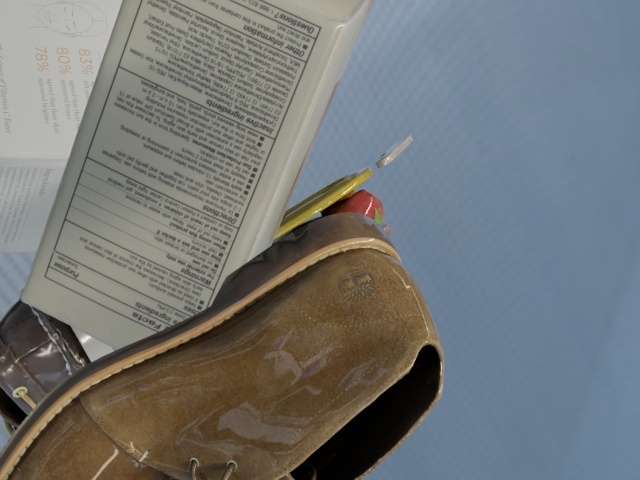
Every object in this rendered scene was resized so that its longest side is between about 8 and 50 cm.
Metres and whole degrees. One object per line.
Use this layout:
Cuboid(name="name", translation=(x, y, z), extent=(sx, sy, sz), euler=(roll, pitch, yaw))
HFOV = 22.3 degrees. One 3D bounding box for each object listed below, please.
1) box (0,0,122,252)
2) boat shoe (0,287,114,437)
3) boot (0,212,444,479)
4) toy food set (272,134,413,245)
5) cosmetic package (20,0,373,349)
Cuboid(name="box", translation=(-0.283, -0.119, 1.605), extent=(0.345, 0.168, 0.215), euler=(1, 56, -22))
Cuboid(name="boat shoe", translation=(-0.235, 0.121, 1.388), extent=(0.097, 0.324, 0.116), euler=(-30, 78, -16))
Cuboid(name="boot", translation=(-0.068, 0.116, 0.892), extent=(0.305, 0.115, 0.112), euler=(-38, 141, 7))
Cuboid(name="toy food set", translation=(0.000, 0.000, 1.395), extent=(0.071, 0.218, 0.128), euler=(58, 10, -4))
Cuboid(name="cosmetic package", translation=(-0.087, -0.069, 1.159), extent=(0.296, 0.153, 0.129), euler=(-65, 177, 25))
